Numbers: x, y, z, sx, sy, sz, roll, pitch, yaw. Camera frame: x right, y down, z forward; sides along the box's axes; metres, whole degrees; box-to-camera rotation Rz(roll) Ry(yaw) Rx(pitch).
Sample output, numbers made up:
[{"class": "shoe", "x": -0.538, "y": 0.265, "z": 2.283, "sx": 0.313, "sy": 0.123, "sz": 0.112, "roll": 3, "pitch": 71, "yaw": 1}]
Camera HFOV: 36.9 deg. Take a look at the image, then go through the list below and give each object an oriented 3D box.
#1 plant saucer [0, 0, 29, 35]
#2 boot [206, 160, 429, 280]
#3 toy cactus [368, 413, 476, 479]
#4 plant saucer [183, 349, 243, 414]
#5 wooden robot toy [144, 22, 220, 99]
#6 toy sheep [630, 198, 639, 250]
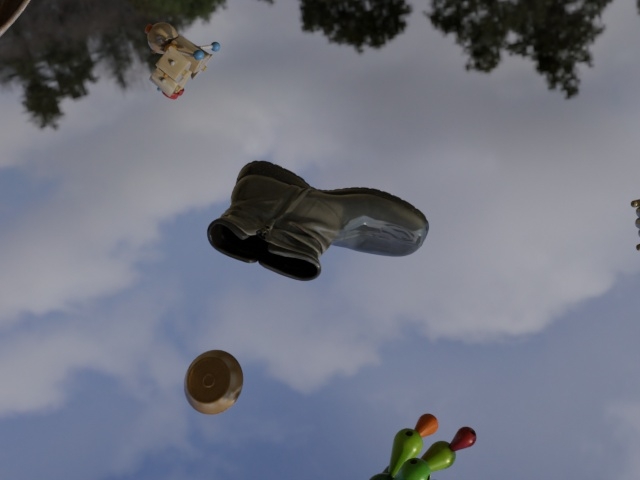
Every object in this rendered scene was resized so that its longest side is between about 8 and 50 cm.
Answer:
[{"class": "plant saucer", "x": -0.344, "y": -0.201, "z": 0.654, "sx": 0.310, "sy": 0.050, "sz": 0.311, "roll": 6, "pitch": -121, "yaw": -10}, {"class": "boot", "x": 0.000, "y": 0.000, "z": 1.091, "sx": 0.246, "sy": 0.083, "sz": 0.161, "roll": 15, "pitch": -147, "yaw": -2}, {"class": "toy cactus", "x": 0.055, "y": 0.262, "z": 0.942, "sx": 0.180, "sy": 0.112, "sz": 0.219, "roll": -40, "pitch": 176, "yaw": 40}, {"class": "plant saucer", "x": -0.139, "y": 0.178, "z": 1.215, "sx": 0.083, "sy": 0.083, "sz": 0.015, "roll": -7, "pitch": 161, "yaw": 17}, {"class": "wooden robot toy", "x": -0.178, "y": -0.216, "z": 1.115, "sx": 0.076, "sy": 0.079, "sz": 0.173, "roll": -50, "pitch": -174, "yaw": 17}, {"class": "toy sheep", "x": 0.465, "y": -0.023, "z": 1.288, "sx": 0.091, "sy": 0.132, "sz": 0.091, "roll": -7, "pitch": -169, "yaw": 1}]
